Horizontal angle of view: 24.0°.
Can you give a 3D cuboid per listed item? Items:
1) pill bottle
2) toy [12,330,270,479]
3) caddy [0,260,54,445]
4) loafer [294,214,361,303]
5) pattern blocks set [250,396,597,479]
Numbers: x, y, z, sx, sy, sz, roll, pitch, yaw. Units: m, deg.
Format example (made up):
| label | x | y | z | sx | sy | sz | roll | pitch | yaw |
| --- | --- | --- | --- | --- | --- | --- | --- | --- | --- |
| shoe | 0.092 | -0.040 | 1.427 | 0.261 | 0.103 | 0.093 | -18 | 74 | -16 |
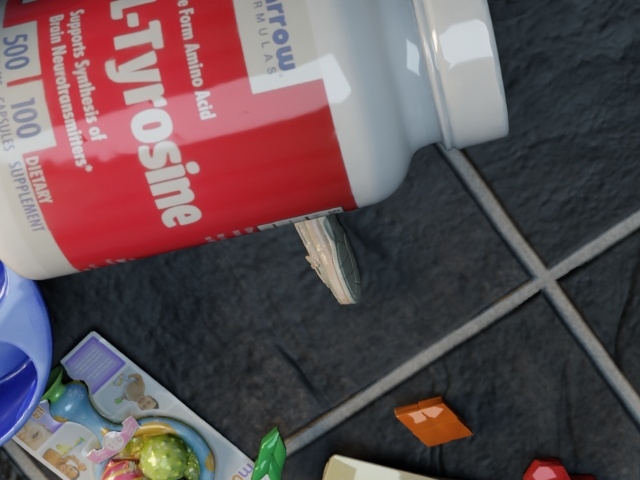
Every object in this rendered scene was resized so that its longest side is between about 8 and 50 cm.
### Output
| label | x | y | z | sx | sy | sz | roll | pitch | yaw |
| --- | --- | --- | --- | --- | --- | --- | --- | --- | --- |
| pill bottle | -0.068 | -0.119 | 1.187 | 0.408 | 0.229 | 0.229 | -13 | 109 | 4 |
| toy | -0.170 | 0.209 | 1.393 | 0.237 | 0.056 | 0.137 | 43 | 105 | -14 |
| caddy | -0.392 | 0.081 | 1.283 | 0.341 | 0.179 | 0.241 | -12 | 110 | 4 |
| loafer | 0.000 | 0.000 | 1.332 | 0.039 | 0.045 | 0.125 | -15 | 103 | 23 |
| pattern blocks set | 0.076 | 0.278 | 1.429 | 0.325 | 0.026 | 0.285 | 23 | 107 | -12 |
